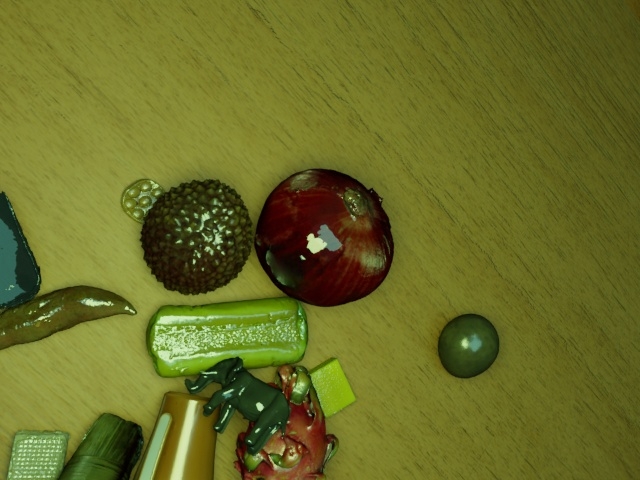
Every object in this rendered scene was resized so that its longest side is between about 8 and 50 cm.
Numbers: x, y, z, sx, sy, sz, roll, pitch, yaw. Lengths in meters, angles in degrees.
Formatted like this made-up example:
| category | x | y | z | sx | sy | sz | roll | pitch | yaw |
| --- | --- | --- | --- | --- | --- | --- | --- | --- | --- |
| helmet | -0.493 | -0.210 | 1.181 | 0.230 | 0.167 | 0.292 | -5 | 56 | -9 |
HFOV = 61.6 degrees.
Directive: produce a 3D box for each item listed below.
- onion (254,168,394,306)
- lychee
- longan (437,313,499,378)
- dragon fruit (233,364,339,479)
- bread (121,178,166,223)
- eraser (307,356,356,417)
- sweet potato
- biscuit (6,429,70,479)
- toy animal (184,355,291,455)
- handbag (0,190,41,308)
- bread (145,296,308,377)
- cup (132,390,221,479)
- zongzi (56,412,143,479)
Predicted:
| category | x | y | z | sx | sy | sz | roll | pitch | yaw |
| --- | --- | --- | --- | --- | --- | --- | --- | --- | --- |
| onion | -0.006 | 0.000 | 1.284 | 0.341 | 0.341 | 0.342 | 3 | 83 | -22 |
| lychee | -0.271 | -0.009 | 1.208 | 0.267 | 0.267 | 0.268 | 3 | 83 | -22 |
| longan | 0.418 | 0.299 | 1.509 | 0.185 | 0.159 | 0.204 | -57 | 144 | -1 |
| dragon fruit | -0.090 | 0.453 | 1.241 | 0.243 | 0.227 | 0.307 | -20 | 67 | -13 |
| bread | -0.417 | -0.093 | 1.279 | 0.110 | 0.024 | 0.110 | 2 | 84 | -22 |
| eraser | 0.023 | 0.380 | 1.392 | 0.097 | 0.045 | 0.122 | -24 | 93 | -22 |
| sweet potato | -0.582 | 0.159 | 1.146 | 0.354 | 0.095 | 0.106 | -15 | 70 | -15 |
| biscuit | -0.597 | 0.521 | 1.116 | 0.108 | 0.062 | 0.239 | 9 | 81 | -21 |
| toy animal | -0.175 | 0.344 | 1.149 | 0.245 | 0.115 | 0.146 | 34 | 55 | 7 |
| handbag | -0.763 | 0.040 | 1.076 | 0.325 | 0.118 | 0.269 | -22 | 99 | -24 |
| bread | -0.215 | 0.226 | 1.277 | 0.383 | 0.112 | 0.166 | -2 | 83 | -21 |
| cup | -0.315 | 0.469 | 1.164 | 0.182 | 0.226 | 0.264 | 5 | 72 | 13 |
| zongzi | -0.479 | 0.562 | 1.150 | 0.138 | 0.300 | 0.286 | 12 | 38 | 3 |
